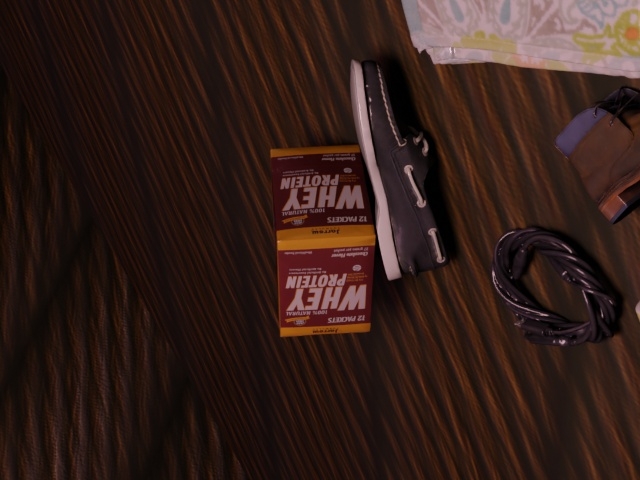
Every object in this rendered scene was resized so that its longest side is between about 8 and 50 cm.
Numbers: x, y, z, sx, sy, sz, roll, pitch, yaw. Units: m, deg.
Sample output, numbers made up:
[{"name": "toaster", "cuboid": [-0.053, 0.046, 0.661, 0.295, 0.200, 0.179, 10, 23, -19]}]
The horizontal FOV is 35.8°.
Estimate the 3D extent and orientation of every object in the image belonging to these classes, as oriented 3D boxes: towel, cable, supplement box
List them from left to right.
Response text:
[{"name": "supplement box", "cuboid": [0.000, 0.000, 1.394, 0.194, 0.129, 0.191, -97, 5, -46]}, {"name": "towel", "cuboid": [0.183, -0.333, 0.907, 0.321, 0.090, 0.374, 18, 130, 50]}, {"name": "cable", "cuboid": [0.274, 0.054, 1.159, 0.184, 0.047, 0.150, -4, 106, 64]}]

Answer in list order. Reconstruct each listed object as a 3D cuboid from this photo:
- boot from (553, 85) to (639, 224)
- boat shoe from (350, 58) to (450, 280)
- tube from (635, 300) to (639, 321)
[{"name": "boot", "cuboid": [0.290, -0.108, 0.929, 0.106, 0.082, 0.219, 50, 153, 17]}, {"name": "boat shoe", "cuboid": [0.102, -0.094, 1.270, 0.114, 0.091, 0.302, -95, -8, -60]}, {"name": "tube", "cuboid": [0.397, 0.163, 1.024, 0.240, 0.062, 0.070, 64, -166, -14]}]
